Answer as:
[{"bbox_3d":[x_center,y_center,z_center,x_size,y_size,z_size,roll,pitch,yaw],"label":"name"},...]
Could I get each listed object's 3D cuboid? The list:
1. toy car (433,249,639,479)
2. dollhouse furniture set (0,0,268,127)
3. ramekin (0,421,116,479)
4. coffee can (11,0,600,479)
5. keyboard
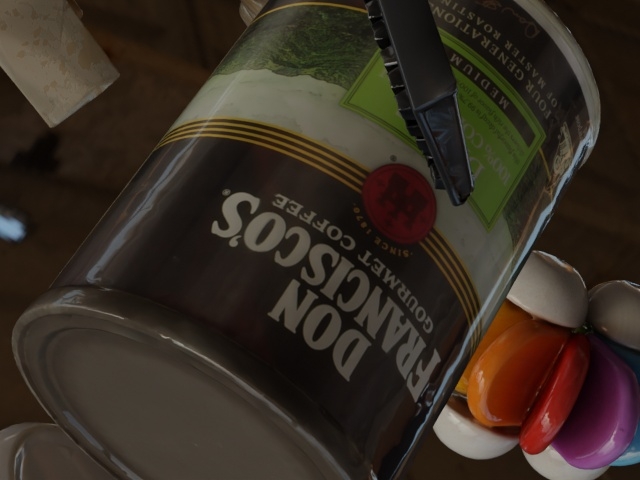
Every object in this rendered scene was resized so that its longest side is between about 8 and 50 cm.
[{"bbox_3d":[0.179,0.107,1.153,0.182,0.159,0.136,19,-164,-21],"label":"toy car"},{"bbox_3d":[-0.136,-0.311,1.275,0.256,0.394,0.362,48,175,49],"label":"dollhouse furniture set"},{"bbox_3d":[-0.245,0.286,1.435,0.273,0.127,0.273,46,-162,-20],"label":"ramekin"},{"bbox_3d":[0.000,0.000,0.832,0.201,0.201,0.275,37,-120,-6],"label":"coffee can"},{"bbox_3d":[0.019,-0.109,0.573,0.108,0.023,0.180,70,-177,-60],"label":"keyboard"}]
